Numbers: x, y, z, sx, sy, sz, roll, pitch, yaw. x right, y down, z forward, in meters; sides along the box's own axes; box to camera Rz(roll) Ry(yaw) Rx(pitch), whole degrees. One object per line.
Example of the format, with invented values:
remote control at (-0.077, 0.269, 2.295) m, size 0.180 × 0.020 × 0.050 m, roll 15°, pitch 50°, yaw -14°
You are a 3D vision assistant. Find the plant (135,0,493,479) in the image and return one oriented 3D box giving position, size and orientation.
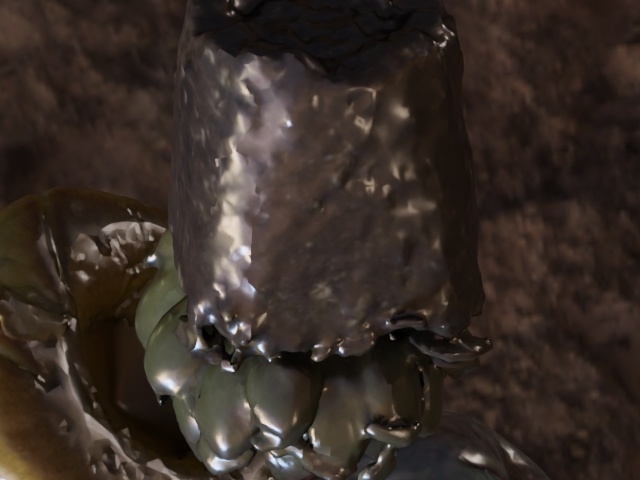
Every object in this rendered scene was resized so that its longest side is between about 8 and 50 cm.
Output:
plant at (0.000, 0.000, 0.505) m, size 0.094 × 0.143 × 0.092 m, roll -7°, pitch -146°, yaw -19°

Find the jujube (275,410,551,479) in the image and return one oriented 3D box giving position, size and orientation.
jujube at (0.033, 0.264, 1.243) m, size 0.308 × 0.246 × 0.215 m, roll -42°, pitch -166°, yaw 11°

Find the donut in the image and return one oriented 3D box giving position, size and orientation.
donut at (-0.152, 0.125, 1.465) m, size 0.170 × 0.360 × 0.360 m, roll -37°, pitch -144°, yaw 33°
